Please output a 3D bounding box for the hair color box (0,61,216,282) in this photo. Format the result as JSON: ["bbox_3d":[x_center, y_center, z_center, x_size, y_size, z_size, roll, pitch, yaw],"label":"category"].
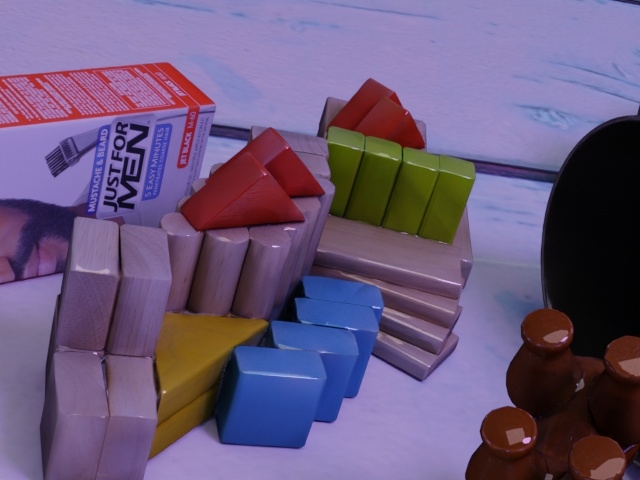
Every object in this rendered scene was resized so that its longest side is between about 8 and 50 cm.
[{"bbox_3d":[-0.141,-0.033,0.648,0.167,0.093,0.053,-11,40,-38],"label":"hair color box"}]

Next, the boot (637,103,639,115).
[{"bbox_3d":[0.351,-0.063,0.864,0.229,0.091,0.263,15,16,28],"label":"boot"}]

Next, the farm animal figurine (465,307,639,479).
[{"bbox_3d":[0.224,0.140,0.461,0.330,0.172,0.326,-7,48,1],"label":"farm animal figurine"}]

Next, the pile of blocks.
[{"bbox_3d":[0.000,0.000,0.645,0.149,0.112,0.362,26,32,16],"label":"pile of blocks"}]

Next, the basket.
[{"bbox_3d":[0.262,0.036,0.685,0.227,0.154,0.204,6,39,-25],"label":"basket"}]
